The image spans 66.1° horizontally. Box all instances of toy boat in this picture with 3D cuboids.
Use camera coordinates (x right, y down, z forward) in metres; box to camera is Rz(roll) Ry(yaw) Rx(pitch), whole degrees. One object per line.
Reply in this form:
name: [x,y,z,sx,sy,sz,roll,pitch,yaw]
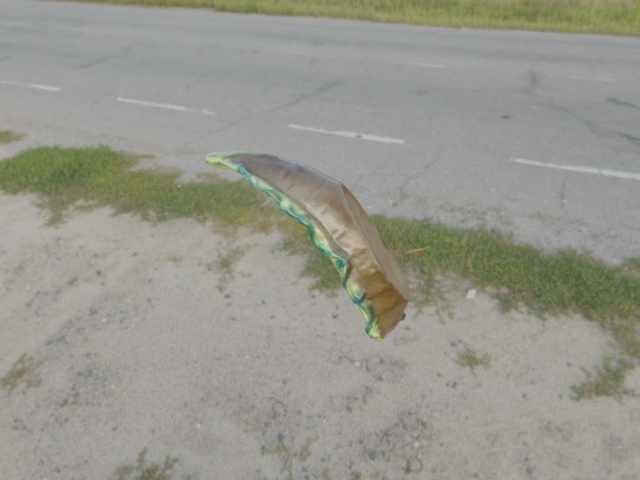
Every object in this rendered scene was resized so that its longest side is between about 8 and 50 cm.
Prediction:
toy boat: [0.007,-0.008,0.545,0.099,0.293,0.108,-34,20,20]
